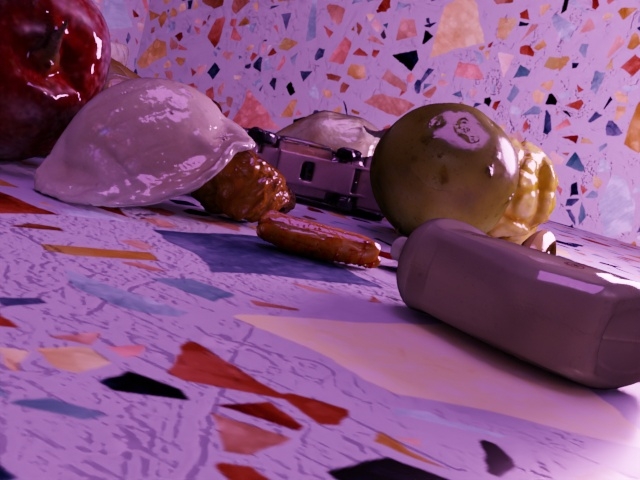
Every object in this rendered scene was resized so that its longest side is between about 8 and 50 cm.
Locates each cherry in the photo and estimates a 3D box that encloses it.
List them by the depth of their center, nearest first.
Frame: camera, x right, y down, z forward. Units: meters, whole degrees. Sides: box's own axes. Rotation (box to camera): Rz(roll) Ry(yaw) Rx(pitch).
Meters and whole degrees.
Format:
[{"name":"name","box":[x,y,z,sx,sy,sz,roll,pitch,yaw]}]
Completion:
[{"name":"cherry","box":[-0.371,-0.206,1.036,0.203,0.230,0.300,25,-14,-34]}]

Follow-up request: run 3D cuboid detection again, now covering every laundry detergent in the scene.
[{"name":"laundry detergent","box":[0.163,0.043,0.767,0.181,0.091,0.253,9,10,-44]}]

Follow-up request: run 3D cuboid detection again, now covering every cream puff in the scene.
[{"name":"cream puff","box":[-0.101,-0.065,1.049,0.122,0.094,0.116,41,0,-4]}]

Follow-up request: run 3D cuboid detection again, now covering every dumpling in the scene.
[{"name":"dumpling","box":[-0.179,-0.097,0.951,0.179,0.131,0.252,26,37,29]}]

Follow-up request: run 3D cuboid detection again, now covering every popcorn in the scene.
[{"name":"popcorn","box":[0.298,-0.089,1.540,0.255,0.195,0.256,24,-22,-39]}]

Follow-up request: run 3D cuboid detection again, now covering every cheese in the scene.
[{"name":"cheese","box":[0.222,0.045,0.949,0.036,0.086,0.162,12,20,27]}]

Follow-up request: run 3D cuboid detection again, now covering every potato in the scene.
[{"name":"potato","box":[0.181,-0.093,1.302,0.215,0.216,0.304,16,-3,7]}]

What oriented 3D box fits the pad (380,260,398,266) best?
[{"name":"pad","box":[0.174,0.032,1.066,0.156,0.004,0.232,6,4,25]}]

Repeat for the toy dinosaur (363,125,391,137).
[{"name":"toy dinosaur","box":[0.147,-0.164,1.544,0.053,0.167,0.242,11,37,-32]}]

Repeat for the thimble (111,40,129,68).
[{"name":"thimble","box":[-0.545,-0.354,1.818,0.291,0.195,0.291,19,8,-3]}]

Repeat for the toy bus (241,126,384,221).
[{"name":"toy bus","box":[-0.038,-0.120,1.467,0.316,0.113,0.138,14,4,-13]}]

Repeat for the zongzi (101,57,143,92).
[{"name":"zongzi","box":[-0.359,-0.278,1.667,0.228,0.115,0.256,11,40,-40]}]

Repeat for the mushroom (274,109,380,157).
[{"name":"mushroom","box":[0.009,-0.174,1.704,0.267,0.164,0.189,21,9,38]}]

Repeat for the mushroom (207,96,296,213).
[{"name":"mushroom","box":[-0.130,-0.102,1.188,0.217,0.148,0.227,31,14,1]}]

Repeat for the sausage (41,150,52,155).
[{"name":"sausage","box":[-0.409,-0.151,1.229,0.043,0.043,0.186,9,10,-37]}]

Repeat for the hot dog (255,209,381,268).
[{"name":"hot dog","box":[0.000,0.002,0.945,0.144,0.038,0.062,15,5,-13]}]
